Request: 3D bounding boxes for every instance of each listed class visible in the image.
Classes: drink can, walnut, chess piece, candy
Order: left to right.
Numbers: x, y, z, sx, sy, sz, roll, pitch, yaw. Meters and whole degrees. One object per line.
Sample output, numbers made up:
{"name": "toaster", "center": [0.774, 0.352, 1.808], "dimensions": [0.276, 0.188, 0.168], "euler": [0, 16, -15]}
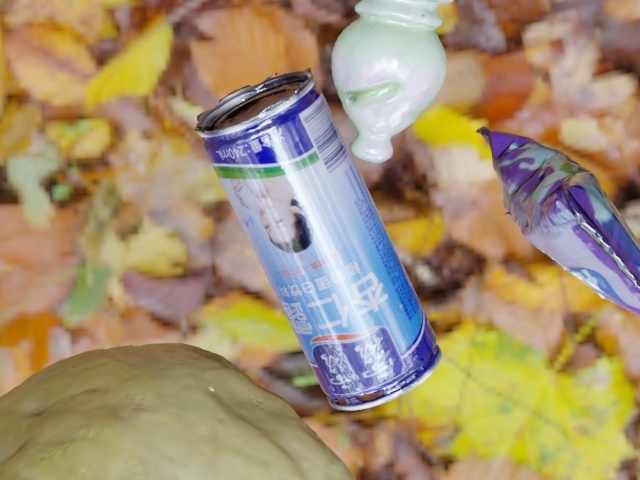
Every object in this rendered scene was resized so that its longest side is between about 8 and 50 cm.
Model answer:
{"name": "walnut", "center": [-0.083, 0.202, 0.943], "dimensions": [0.253, 0.277, 0.282], "euler": [-36, 108, -15]}
{"name": "drink can", "center": [0.000, 0.000, 1.363], "dimensions": [0.097, 0.097, 0.235], "euler": [-19, 110, 18]}
{"name": "chess piece", "center": [0.056, -0.180, 1.145], "dimensions": [0.139, 0.272, 0.139], "euler": [11, -174, -1]}
{"name": "candy", "center": [0.195, -0.010, 1.442], "dimensions": [0.070, 0.275, 0.145], "euler": [-43, 106, 2]}
